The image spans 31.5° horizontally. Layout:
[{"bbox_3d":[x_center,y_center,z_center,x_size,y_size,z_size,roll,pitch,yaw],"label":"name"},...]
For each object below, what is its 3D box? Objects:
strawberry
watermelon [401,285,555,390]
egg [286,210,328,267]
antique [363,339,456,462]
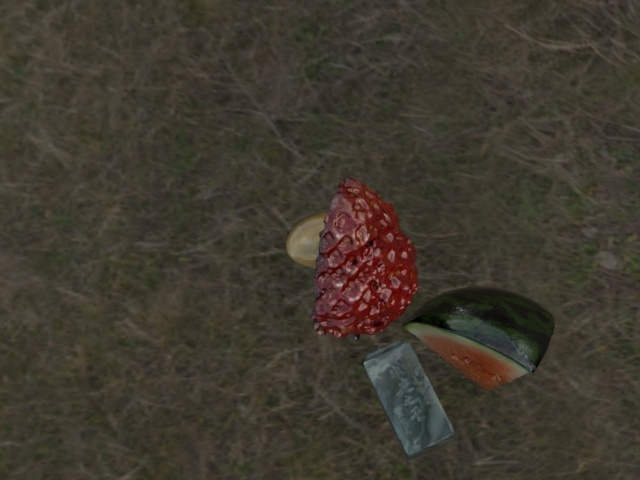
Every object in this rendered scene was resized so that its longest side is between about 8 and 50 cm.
[{"bbox_3d":[0.066,0.026,1.381,0.111,0.236,0.190,17,60,15],"label":"strawberry"},{"bbox_3d":[0.224,0.104,1.444,0.193,0.137,0.145,20,60,36],"label":"watermelon"},{"bbox_3d":[0.000,0.000,1.571,0.096,0.080,0.080,-7,81,-5],"label":"egg"},{"bbox_3d":[0.141,0.256,1.844,0.088,0.086,0.183,-25,71,-3],"label":"antique"}]
